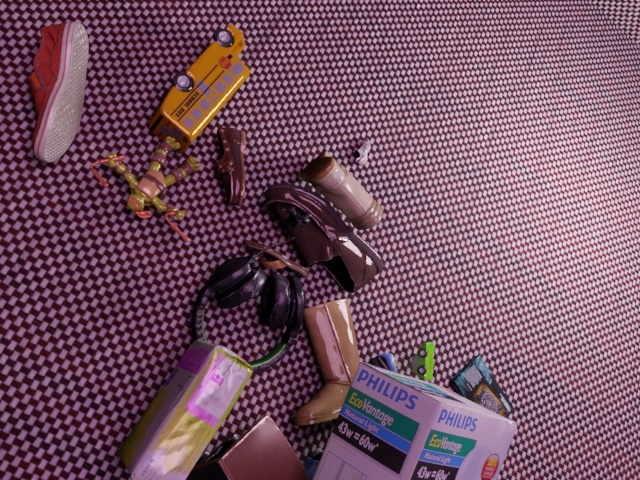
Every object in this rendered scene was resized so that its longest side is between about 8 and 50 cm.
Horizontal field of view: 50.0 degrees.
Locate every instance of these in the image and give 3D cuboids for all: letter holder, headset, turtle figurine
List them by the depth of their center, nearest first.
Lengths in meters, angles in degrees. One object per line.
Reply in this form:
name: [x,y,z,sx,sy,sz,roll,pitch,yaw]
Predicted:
letter holder: [-0.132,0.557,1.458,0.301,0.152,0.214,60,31,-1]
headset: [-0.130,0.114,1.558,0.244,0.185,0.394,27,80,-19]
turtle figurine: [-0.371,-0.123,1.573,0.270,0.087,0.217,38,52,-4]

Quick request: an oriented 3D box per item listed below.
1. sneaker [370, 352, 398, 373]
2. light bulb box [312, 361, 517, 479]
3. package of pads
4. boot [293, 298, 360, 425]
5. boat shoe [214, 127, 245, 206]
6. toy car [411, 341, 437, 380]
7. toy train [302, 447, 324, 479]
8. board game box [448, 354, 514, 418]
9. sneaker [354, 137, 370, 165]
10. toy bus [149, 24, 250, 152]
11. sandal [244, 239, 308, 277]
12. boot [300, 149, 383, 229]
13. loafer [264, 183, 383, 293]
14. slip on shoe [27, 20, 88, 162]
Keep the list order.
sneaker: [0.163,0.378,1.734,0.067,0.078,0.188,-15,97,-73]
light bulb box: [0.194,0.492,1.472,0.358,0.225,0.360,26,85,-46]
package of pads: [-0.271,0.345,1.369,0.101,0.229,0.296,37,73,-16]
boot: [0.003,0.292,1.659,0.236,0.089,0.269,-8,79,-42]
boat shoe: [-0.225,-0.182,1.684,0.073,0.073,0.206,7,64,-26]
toy car: [0.256,0.370,1.742,0.239,0.053,0.224,20,72,-53]
toy train: [0.026,0.571,1.589,0.105,0.080,0.184,-40,99,-24]
board game box: [0.447,0.428,1.895,0.126,0.026,0.186,-35,93,-33]
sneaker: [0.115,-0.252,1.915,0.037,0.032,0.083,19,66,-23]
toy bus: [-0.285,-0.379,1.686,0.130,0.108,0.332,40,60,-13]
sandal: [-0.111,0.053,1.683,0.180,0.072,0.049,33,83,-22]
boot: [0.056,-0.125,1.733,0.203,0.262,0.095,44,90,-14]
loafer: [0.000,0.000,1.713,0.366,0.134,0.130,39,60,-14]
slip on shoe: [-0.589,-0.328,1.512,0.101,0.123,0.331,2,77,5]
